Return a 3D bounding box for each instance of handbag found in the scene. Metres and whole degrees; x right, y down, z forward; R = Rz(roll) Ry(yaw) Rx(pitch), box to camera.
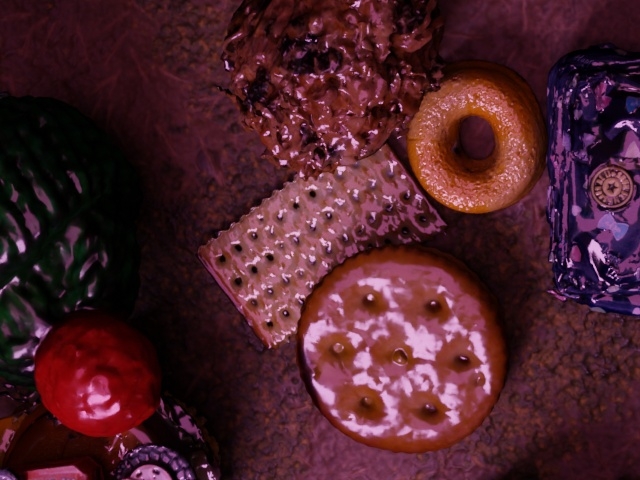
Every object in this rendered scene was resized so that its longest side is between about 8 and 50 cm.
[{"bbox_3d":[0.290,-0.056,1.574,0.162,0.113,0.260,3,99,5],"label":"handbag"}]

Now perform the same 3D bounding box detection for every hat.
[{"bbox_3d":[-0.254,0.046,1.625,0.332,0.242,0.274,47,122,21],"label":"hat"}]

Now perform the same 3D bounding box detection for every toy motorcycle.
[{"bbox_3d":[-0.253,0.285,1.612,0.298,0.089,0.171,-9,99,14],"label":"toy motorcycle"}]

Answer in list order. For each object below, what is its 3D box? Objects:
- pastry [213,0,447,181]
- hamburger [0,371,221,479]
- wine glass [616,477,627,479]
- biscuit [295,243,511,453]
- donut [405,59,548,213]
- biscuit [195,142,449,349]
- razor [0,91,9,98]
[{"bbox_3d":[0.030,-0.176,1.559,0.193,0.275,0.275,31,107,-32],"label":"pastry"},{"bbox_3d":[-0.215,0.236,1.714,0.243,0.138,0.262,-20,95,14],"label":"hamburger"},{"bbox_3d":[0.347,0.320,1.648,0.198,0.066,0.066,44,105,2],"label":"wine glass"},{"bbox_3d":[0.080,0.109,1.660,0.220,0.066,0.220,2,104,8],"label":"biscuit"},{"bbox_3d":[0.147,-0.098,1.627,0.152,0.058,0.152,2,102,11],"label":"donut"},{"bbox_3d":[0.000,0.000,1.694,0.231,0.016,0.139,-37,90,15],"label":"biscuit"},{"bbox_3d":[-0.459,-0.136,1.743,0.277,0.111,0.056,5,106,3],"label":"razor"}]
